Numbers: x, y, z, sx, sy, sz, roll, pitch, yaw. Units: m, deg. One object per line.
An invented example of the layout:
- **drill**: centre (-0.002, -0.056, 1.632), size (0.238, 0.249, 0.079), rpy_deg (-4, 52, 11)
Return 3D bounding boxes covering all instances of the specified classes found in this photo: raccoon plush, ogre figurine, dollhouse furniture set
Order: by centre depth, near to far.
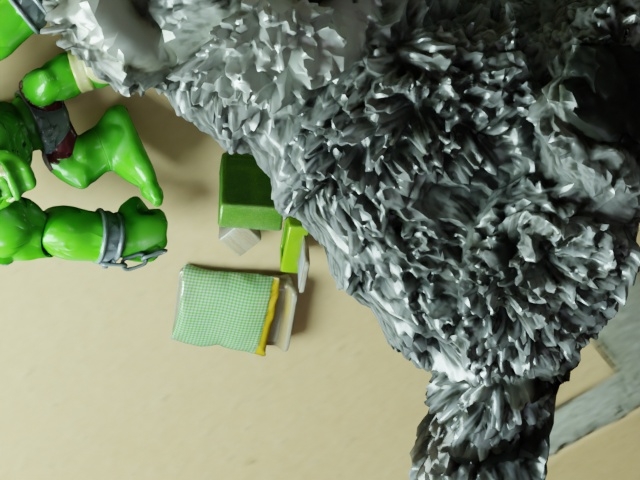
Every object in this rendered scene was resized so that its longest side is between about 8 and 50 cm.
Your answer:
- **raccoon plush**: centre (0.000, 0.000, 0.919), size (0.299, 0.216, 0.446), rpy_deg (6, 106, -4)
- **ogre figurine**: centre (-0.161, -0.057, 0.980), size (0.118, 0.097, 0.197), rpy_deg (-22, 143, -11)
- **dollhouse furniture set**: centre (-0.047, 0.025, 1.067), size (0.076, 0.058, 0.152), rpy_deg (5, 126, -8)
